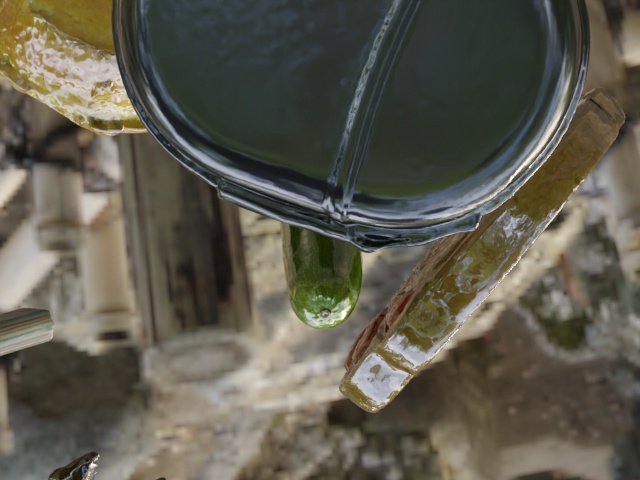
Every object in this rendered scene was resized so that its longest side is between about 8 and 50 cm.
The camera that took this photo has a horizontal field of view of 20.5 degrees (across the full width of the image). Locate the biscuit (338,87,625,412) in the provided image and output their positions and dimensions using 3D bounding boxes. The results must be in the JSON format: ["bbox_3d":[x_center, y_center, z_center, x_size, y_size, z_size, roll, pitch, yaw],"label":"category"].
[{"bbox_3d":[0.144,0.013,1.676,0.359,0.074,0.381,-47,180,-21],"label":"biscuit"}]

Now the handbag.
[{"bbox_3d":[0.015,-0.131,1.124,0.308,0.254,0.093,20,-176,4],"label":"handbag"}]

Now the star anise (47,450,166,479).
[{"bbox_3d":[-0.184,0.228,0.987,0.102,0.272,0.272,15,159,23],"label":"star anise"}]

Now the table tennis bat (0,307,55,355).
[{"bbox_3d":[-0.237,0.070,0.916,0.220,0.019,0.130,-17,-166,-40],"label":"table tennis bat"}]

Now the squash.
[{"bbox_3d":[0.000,0.000,1.482,0.066,0.252,0.066,-2,119,-3],"label":"squash"}]

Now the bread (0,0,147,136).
[{"bbox_3d":[-0.226,-0.238,1.798,0.268,0.268,0.146,4,145,-22],"label":"bread"}]
